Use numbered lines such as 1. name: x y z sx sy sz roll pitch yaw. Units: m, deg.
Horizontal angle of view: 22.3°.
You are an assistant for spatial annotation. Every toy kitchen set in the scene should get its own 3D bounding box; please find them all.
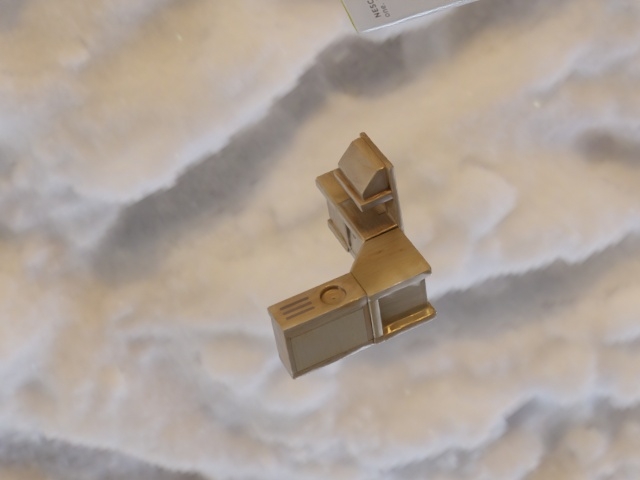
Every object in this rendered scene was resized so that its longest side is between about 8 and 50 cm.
1. toy kitchen set: 0.000 0.000 0.732 0.075 0.083 0.068 -23 134 -13

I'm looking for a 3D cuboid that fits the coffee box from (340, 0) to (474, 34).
1. coffee box: 0.141 -0.385 1.021 0.334 0.337 0.338 -13 118 35
